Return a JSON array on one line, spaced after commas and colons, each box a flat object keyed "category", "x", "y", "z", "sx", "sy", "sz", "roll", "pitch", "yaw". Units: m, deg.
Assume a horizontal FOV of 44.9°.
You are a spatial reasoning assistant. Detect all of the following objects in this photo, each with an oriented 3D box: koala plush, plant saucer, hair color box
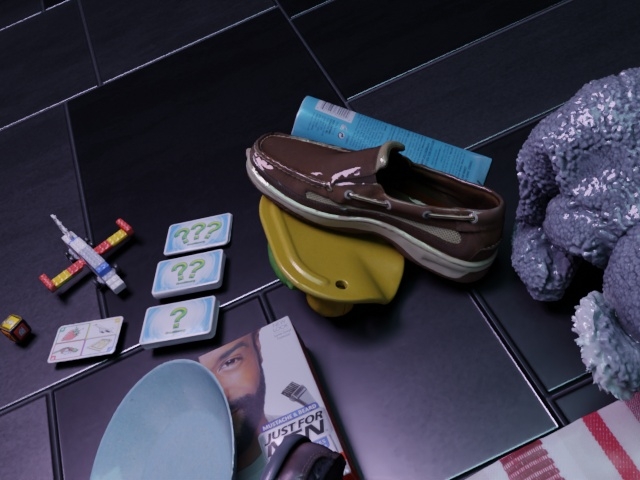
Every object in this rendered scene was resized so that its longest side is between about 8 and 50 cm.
[{"category": "koala plush", "x": 0.248, "y": 0.009, "z": 0.573, "sx": 0.196, "sy": 0.203, "sz": 0.221, "roll": -13, "pitch": 46, "yaw": 10}, {"category": "plant saucer", "x": -0.121, "y": 0.195, "z": 0.623, "sx": 0.195, "sy": 0.037, "sz": 0.195, "roll": -26, "pitch": 51, "yaw": 37}, {"category": "hair color box", "x": -0.037, "y": 0.154, "z": 0.653, "sx": 0.093, "sy": 0.053, "sz": 0.167, "roll": -25, "pitch": 44, "yaw": -2}]

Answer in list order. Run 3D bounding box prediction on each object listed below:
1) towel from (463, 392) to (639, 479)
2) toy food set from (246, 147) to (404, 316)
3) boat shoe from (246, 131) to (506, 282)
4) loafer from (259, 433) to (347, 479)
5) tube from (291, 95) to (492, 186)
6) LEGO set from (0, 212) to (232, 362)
[{"category": "towel", "x": 0.173, "y": 0.248, "z": 0.503, "sx": 0.329, "sy": 0.037, "sz": 0.237, "roll": -26, "pitch": 48, "yaw": -1}, {"category": "toy food set", "x": 0.000, "y": 0.000, "z": 0.778, "sx": 0.128, "sy": 0.071, "sz": 0.218, "roll": -4, "pitch": 45, "yaw": -18}, {"category": "boat shoe", "x": 0.053, "y": -0.058, "z": 0.727, "sx": 0.257, "sy": 0.095, "sz": 0.095, "roll": 22, "pitch": 43, "yaw": 10}, {"category": "loafer", "x": -0.018, "y": 0.279, "z": 0.479, "sx": 0.095, "sy": 0.109, "sz": 0.303, "roll": 8, "pitch": 69, "yaw": 22}, {"category": "tube", "x": 0.074, "y": -0.093, "z": 0.808, "sx": 0.207, "sy": 0.052, "sz": 0.080, "roll": 20, "pitch": 59, "yaw": 4}, {"category": "LEGO set", "x": -0.223, "y": 0.039, "z": 0.828, "sx": 0.244, "sy": 0.060, "sz": 0.182, "roll": -10, "pitch": 43, "yaw": 12}]
